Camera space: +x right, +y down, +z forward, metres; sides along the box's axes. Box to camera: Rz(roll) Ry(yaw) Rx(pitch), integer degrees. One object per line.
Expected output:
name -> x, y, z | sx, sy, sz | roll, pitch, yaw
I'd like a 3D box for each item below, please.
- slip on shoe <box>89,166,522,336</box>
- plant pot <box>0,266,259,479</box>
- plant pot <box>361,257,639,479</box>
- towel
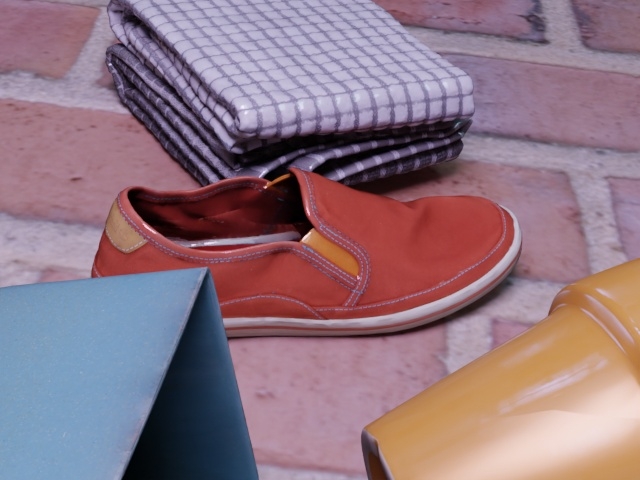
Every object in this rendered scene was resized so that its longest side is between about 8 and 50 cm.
slip on shoe -> 0.000, 0.000, 0.833 | 0.331, 0.101, 0.123 | -4, 36, -17
plant pot -> -0.172, 0.126, 0.575 | 0.234, 0.165, 0.165 | 0, 35, 12
plant pot -> 0.130, 0.132, 0.614 | 0.188, 0.205, 0.205 | -18, 41, -8
towel -> -0.031, -0.135, 1.001 | 0.235, 0.121, 0.283 | -14, 40, -29
